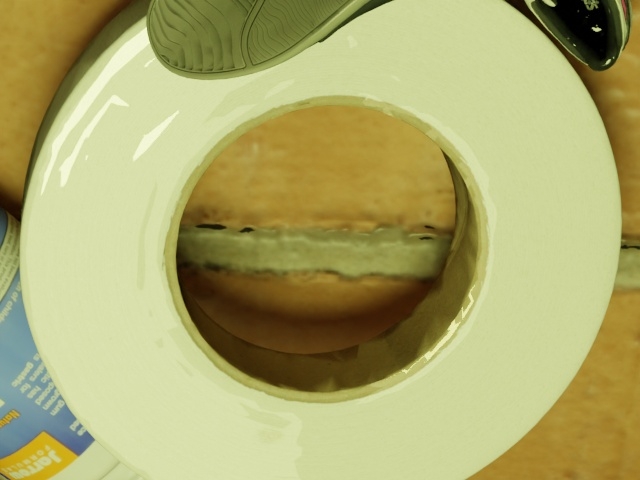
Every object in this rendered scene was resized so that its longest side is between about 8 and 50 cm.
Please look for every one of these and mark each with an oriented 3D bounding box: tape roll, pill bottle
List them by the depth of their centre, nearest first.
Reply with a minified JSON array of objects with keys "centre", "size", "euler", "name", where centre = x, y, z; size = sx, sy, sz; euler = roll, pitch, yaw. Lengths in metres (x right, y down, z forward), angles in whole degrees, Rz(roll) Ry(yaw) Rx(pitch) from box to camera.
[{"centre":[0.000,0.000,1.093],"size":[0.392,0.072,0.392],"euler":[-3,111,-8],"name":"tape roll"},{"centre":[-0.206,0.088,1.198],"size":[0.152,0.152,0.272],"euler":[-36,119,26],"name":"pill bottle"}]

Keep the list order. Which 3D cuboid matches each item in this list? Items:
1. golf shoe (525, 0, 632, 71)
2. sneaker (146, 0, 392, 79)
[{"centre":[0.138,-0.185,1.016],"size":[0.067,0.086,0.186],"euler":[-27,121,22],"name":"golf shoe"},{"centre":[0.014,-0.152,0.965],"size":[0.222,0.118,0.083],"euler":[-23,85,25],"name":"sneaker"}]
